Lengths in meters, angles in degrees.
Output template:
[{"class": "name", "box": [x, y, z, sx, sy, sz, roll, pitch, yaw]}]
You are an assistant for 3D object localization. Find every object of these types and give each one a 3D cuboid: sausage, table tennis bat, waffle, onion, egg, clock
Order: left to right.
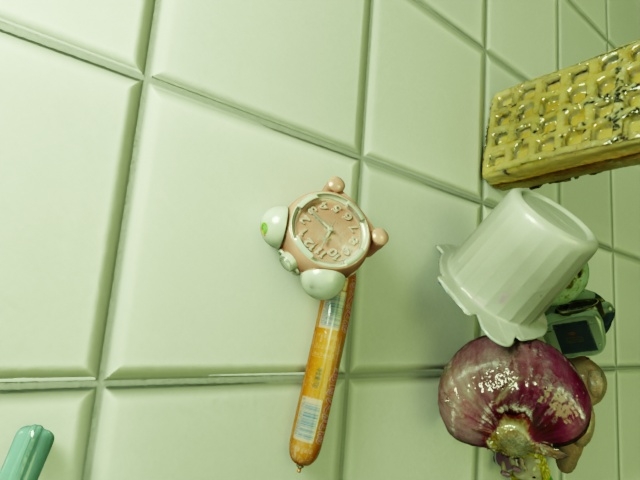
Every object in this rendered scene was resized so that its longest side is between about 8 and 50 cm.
[{"class": "table tennis bat", "box": [-0.315, 0.298, 0.424, 0.038, 0.149, 0.237, 15, 54, -14]}, {"class": "clock", "box": [0.000, 0.000, 0.711, 0.162, 0.093, 0.166, -34, 82, -32]}, {"class": "sausage", "box": [0.007, 0.188, 0.728, 0.053, 0.053, 0.347, 24, 71, -34]}, {"class": "onion", "box": [0.371, 0.249, 0.900, 0.349, 0.267, 0.159, -40, 114, -59]}, {"class": "egg", "box": [0.562, 0.077, 1.104, 0.231, 0.169, 0.169, 15, 76, -46]}, {"class": "waffle", "box": [0.561, -0.268, 1.007, 0.114, 0.376, 0.260, 26, 68, -33]}, {"class": "clock", "box": [0.642, 0.205, 1.143, 0.243, 0.200, 0.146, -12, 79, -56]}]

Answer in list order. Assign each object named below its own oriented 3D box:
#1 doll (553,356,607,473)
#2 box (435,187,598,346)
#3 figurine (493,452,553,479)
[{"class": "doll", "box": [0.611, 0.428, 1.149, 0.201, 0.156, 0.303, -31, 132, -77]}, {"class": "box", "box": [0.373, 0.035, 0.848, 0.263, 0.206, 0.291, 30, 30, 5]}, {"class": "figurine", "box": [0.476, 0.508, 1.046, 0.156, 0.095, 0.114, 31, 45, -13]}]
